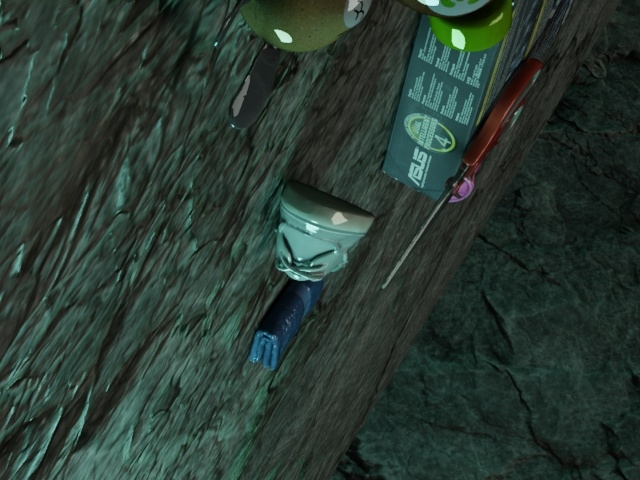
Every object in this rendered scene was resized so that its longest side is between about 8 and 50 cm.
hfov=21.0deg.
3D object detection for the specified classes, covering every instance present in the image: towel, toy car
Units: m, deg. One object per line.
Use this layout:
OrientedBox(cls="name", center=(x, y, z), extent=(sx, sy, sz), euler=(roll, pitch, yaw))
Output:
OrientedBox(cls="towel", center=(-0.029, 0.071, 1.734), extent=(0.119, 0.029, 0.067), euler=(-55, 168, -35))
OrientedBox(cls="toy car", center=(0.011, -0.148, 0.986), extent=(0.188, 0.149, 0.155), euler=(-46, 154, -20))

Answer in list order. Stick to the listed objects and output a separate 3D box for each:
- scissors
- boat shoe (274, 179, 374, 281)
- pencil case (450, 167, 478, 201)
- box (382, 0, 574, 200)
OrientedBox(cls="scissors", center=(0.147, -0.077, 1.783), extent=(0.297, 0.021, 0.109), euler=(-50, 169, -32))
OrientedBox(cls="boat shoe", center=(-0.001, 0.000, 1.512), extent=(0.227, 0.079, 0.081), euler=(17, 97, -84))
OrientedBox(cls="pencil case", center=(0.191, -0.148, 2.124), extent=(0.098, 0.095, 0.209), euler=(-4, -128, 58))
OrientedBox(cls="box", center=(0.200, -0.260, 1.810), extent=(0.318, 0.097, 0.395), euler=(-58, 171, -26))
